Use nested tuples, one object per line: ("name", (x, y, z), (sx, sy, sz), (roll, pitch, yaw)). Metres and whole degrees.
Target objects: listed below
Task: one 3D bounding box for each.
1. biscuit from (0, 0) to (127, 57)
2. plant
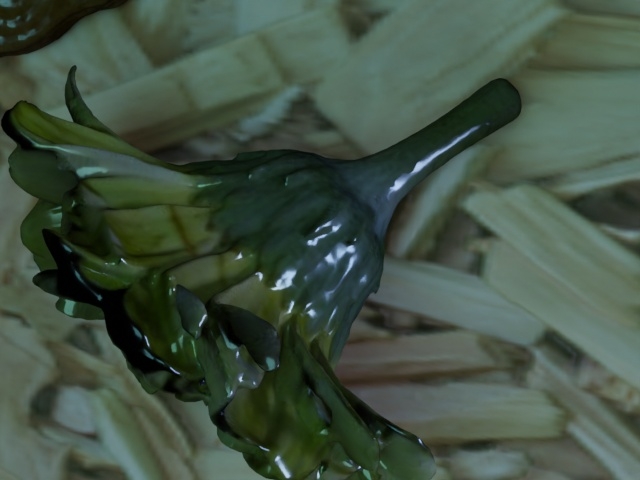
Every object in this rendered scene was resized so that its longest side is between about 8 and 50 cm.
("biscuit", (-0.240, -0.237, 0.864), (0.273, 0.049, 0.257), (-11, 96, 17))
("plant", (-0.023, 0.023, 0.737), (0.297, 0.261, 0.305), (-27, 102, 17))
